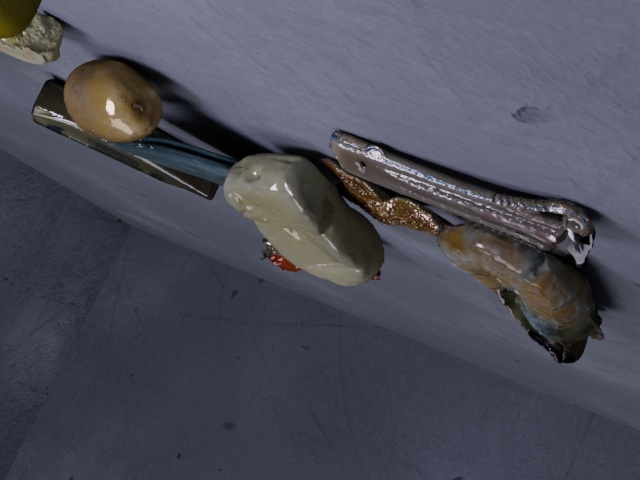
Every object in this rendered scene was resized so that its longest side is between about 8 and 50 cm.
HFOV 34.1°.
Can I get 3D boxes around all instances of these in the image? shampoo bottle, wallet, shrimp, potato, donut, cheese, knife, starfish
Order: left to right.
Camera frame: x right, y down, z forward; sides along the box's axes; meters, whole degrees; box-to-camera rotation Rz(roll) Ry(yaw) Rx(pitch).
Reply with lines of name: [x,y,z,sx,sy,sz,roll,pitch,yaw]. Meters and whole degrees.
donut: [-0.425,-0.295,1.424,0.166,0.065,0.108,26,172,-7]
potato: [-0.296,-0.198,1.482,0.178,0.109,0.118,15,159,45]
shampoo bottle: [-0.338,-0.174,1.867,0.350,0.084,0.125,26,174,-4]
wallet: [-0.179,-0.125,1.665,0.291,0.054,0.251,18,176,-24]
cheese: [-0.014,-0.030,1.547,0.159,0.093,0.263,6,148,45]
starfish: [0.090,-0.051,1.516,0.240,0.043,0.227,35,167,-24]
knife: [0.162,-0.061,1.241,0.365,0.043,0.089,24,139,29]
shrimp: [0.303,0.082,1.504,0.221,0.109,0.446,21,169,35]

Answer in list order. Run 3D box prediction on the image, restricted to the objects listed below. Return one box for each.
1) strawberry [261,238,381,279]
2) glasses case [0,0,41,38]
strawberry: [0.006,-0.005,1.897,0.228,0.098,0.174,12,154,9]
glasses case: [-0.476,-0.317,1.166,0.371,0.141,0.173,20,170,32]
